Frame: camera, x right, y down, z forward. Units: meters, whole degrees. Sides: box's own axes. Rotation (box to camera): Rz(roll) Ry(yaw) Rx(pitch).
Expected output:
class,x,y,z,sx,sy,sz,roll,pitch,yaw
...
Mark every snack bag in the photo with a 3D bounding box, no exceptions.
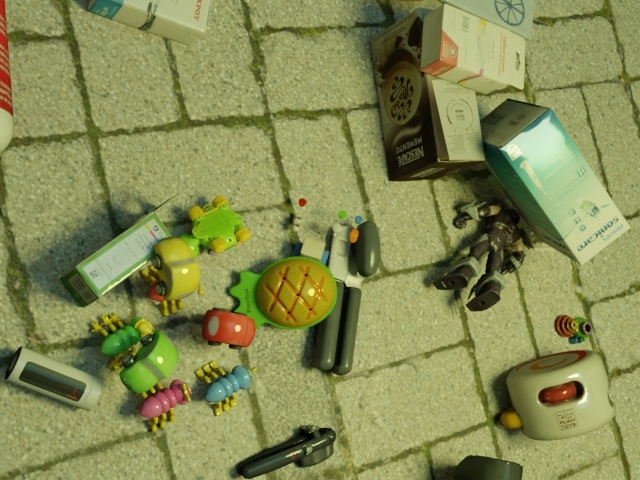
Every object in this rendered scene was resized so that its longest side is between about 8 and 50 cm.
class,x,y,z,sx,sy,sz,roll,pitch,yaw
snack bag,0.339,-0.624,1.917,0.343,0.037,0.322,16,72,-24

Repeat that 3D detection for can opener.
class,x,y,z,sx,sy,sz,roll,pitch,yaw
can opener,-0.053,0.364,1.482,0.186,0.059,0.073,-13,88,-32
can opener,0.050,0.098,1.571,0.076,0.095,0.283,20,65,-25

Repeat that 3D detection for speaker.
class,x,y,z,sx,sy,sz,roll,pitch,yaw
speaker,-0.400,0.210,1.315,0.136,0.055,0.055,28,68,-23

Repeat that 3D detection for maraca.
class,x,y,z,sx,sy,sz,roll,pitch,yaw
maraca,-0.063,0.095,1.511,0.186,0.099,0.127,-9,88,-6

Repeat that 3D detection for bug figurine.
class,x,y,z,sx,sy,sz,roll,pitch,yaw
bug figurine,-0.233,0.178,1.408,0.216,0.072,0.278,-32,97,-31

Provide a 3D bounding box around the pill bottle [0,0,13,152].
class,x,y,z,sx,sy,sz,roll,pitch,yaw
pill bottle,-0.553,-0.239,1.214,0.229,0.229,0.407,-3,82,-30

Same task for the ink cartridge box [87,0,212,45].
class,x,y,z,sx,sy,sz,roll,pitch,yaw
ink cartridge box,-0.287,-0.435,1.491,0.191,0.082,0.139,15,74,-28

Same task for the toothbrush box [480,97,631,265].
class,x,y,z,sx,sy,sz,roll,pitch,yaw
toothbrush box,0.438,-0.119,1.705,0.126,0.216,0.295,-38,106,1

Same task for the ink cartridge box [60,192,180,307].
class,x,y,z,sx,sy,sz,roll,pitch,yaw
ink cartridge box,-0.300,0.015,1.378,0.209,0.109,0.062,-41,99,-30

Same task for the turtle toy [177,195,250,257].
class,x,y,z,sx,sy,sz,roll,pitch,yaw
turtle toy,-0.187,-0.011,1.474,0.130,0.066,0.095,-26,71,-28

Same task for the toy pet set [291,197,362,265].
class,x,y,z,sx,sy,sz,roll,pitch,yaw
toy pet set,0.000,0.000,1.581,0.122,0.065,0.114,18,63,-2

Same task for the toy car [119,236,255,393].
class,x,y,z,sx,sy,sz,roll,pitch,yaw
toy car,-0.215,0.142,1.335,0.239,0.053,0.225,52,59,-26

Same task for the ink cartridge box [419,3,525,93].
class,x,y,z,sx,sy,sz,roll,pitch,yaw
ink cartridge box,0.286,-0.347,1.618,0.198,0.067,0.115,14,74,-27

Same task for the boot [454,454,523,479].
class,x,y,z,sx,sy,sz,roll,pitch,yaw
boot,0.274,0.584,1.455,0.146,0.367,0.444,23,71,-7

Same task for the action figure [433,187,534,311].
class,x,y,z,sx,sy,sz,roll,pitch,yaw
action figure,0.338,0.014,1.757,0.185,0.099,0.285,45,47,-8

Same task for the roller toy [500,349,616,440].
class,x,y,z,sx,sy,sz,roll,pitch,yaw
roller toy,0.474,0.311,1.719,0.209,0.191,0.146,-17,90,-32

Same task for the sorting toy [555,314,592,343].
class,x,y,z,sx,sy,sz,roll,pitch,yaw
sorting toy,0.556,0.192,1.876,0.102,0.042,0.061,8,76,-29

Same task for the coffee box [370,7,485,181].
class,x,y,z,sx,sy,sz,roll,pitch,yaw
coffee box,0.205,-0.276,1.694,0.119,0.168,0.297,-3,81,-31
